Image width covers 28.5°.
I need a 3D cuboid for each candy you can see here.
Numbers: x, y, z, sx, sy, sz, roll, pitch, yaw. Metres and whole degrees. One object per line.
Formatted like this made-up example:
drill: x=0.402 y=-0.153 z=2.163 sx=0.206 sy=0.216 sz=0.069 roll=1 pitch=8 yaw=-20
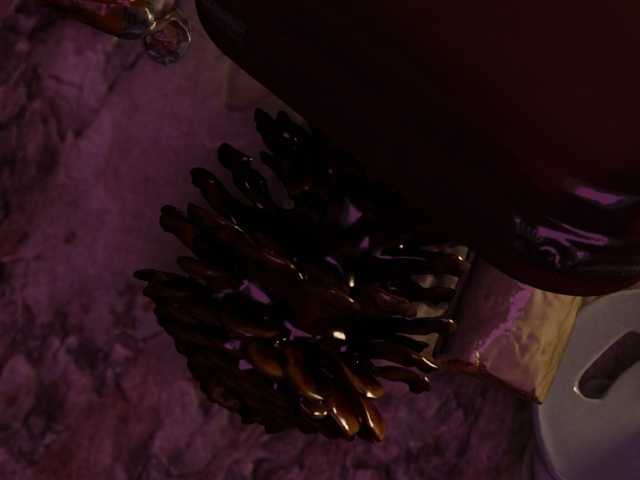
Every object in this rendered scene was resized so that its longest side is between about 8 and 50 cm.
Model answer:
candy: x=-0.183 y=-0.190 z=0.967 sx=0.182 sy=0.046 sz=0.053 roll=22 pitch=95 yaw=-14

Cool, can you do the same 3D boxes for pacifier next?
pacifier: x=0.304 y=0.166 z=0.986 sx=0.244 sy=0.233 sz=0.299 roll=-39 pitch=80 yaw=-24

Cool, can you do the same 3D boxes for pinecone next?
pinecone: x=0.003 y=0.001 z=0.933 sx=0.246 sy=0.246 sz=0.292 roll=28 pitch=80 yaw=-12

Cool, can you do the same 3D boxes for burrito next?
burrito: x=0.186 y=-0.020 z=0.999 sx=0.105 sy=0.143 sz=0.299 roll=25 pitch=90 yaw=17

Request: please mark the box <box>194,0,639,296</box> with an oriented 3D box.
box: x=0.099 y=-0.128 z=0.850 sx=0.404 sy=0.108 sz=0.263 roll=40 pitch=47 yaw=21
